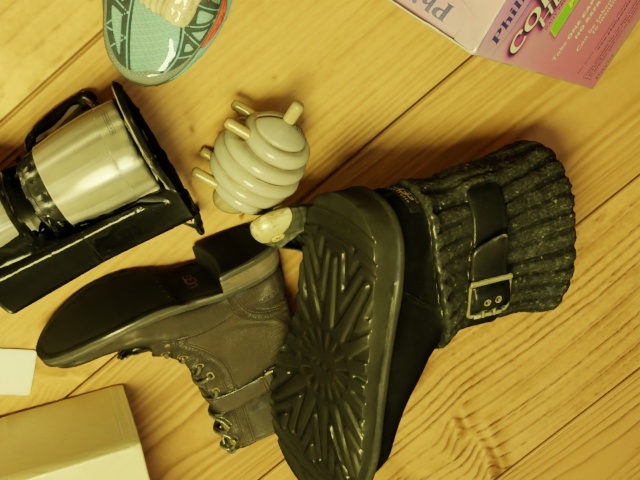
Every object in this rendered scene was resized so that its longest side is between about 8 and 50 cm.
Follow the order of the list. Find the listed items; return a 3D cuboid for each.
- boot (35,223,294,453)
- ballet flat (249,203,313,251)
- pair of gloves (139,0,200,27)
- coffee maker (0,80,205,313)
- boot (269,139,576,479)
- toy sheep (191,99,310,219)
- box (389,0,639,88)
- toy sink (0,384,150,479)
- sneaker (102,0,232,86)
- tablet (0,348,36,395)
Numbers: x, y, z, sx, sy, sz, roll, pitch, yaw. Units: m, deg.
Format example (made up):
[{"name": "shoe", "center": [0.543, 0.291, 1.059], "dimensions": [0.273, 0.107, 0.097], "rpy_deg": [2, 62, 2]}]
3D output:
[{"name": "boot", "center": [-0.113, 0.123, 0.998], "dimensions": [0.263, 0.091, 0.229], "rpy_deg": [-22, 125, -8]}, {"name": "ballet flat", "center": [0.000, 0.000, 0.948], "dimensions": [0.057, 0.049, 0.173], "rpy_deg": [-27, 157, 30]}, {"name": "pair of gloves", "center": [-0.105, -0.281, 0.664], "dimensions": [0.204, 0.240, 0.042], "rpy_deg": [-49, 152, 20]}, {"name": "coffee maker", "center": [-0.203, -0.018, 0.858], "dimensions": [0.178, 0.120, 0.171], "rpy_deg": [-28, 127, -1]}, {"name": "boot", "center": [0.104, 0.081, 0.986], "dimensions": [0.260, 0.131, 0.347], "rpy_deg": [-14, 130, -37]}, {"name": "toy sheep", "center": [-0.054, -0.072, 0.900], "dimensions": [0.091, 0.091, 0.132], "rpy_deg": [17, 132, -28]}, {"name": "box", "center": [0.103, -0.219, 0.725], "dimensions": [0.243, 0.213, 0.117], "rpy_deg": [-5, 130, -58]}, {"name": "toy sink", "center": [-0.279, 0.256, 0.989], "dimensions": [0.234, 0.131, 0.152], "rpy_deg": [-16, 115, -14]}, {"name": "sneaker", "center": [-0.104, -0.230, 0.745], "dimensions": [0.104, 0.125, 0.261], "rpy_deg": [23, 109, -2]}, {"name": "tablet", "center": [-0.313, 0.124, 0.978], "dimensions": [0.083, 0.006, 0.054], "rpy_deg": [5, 119, -23]}]
